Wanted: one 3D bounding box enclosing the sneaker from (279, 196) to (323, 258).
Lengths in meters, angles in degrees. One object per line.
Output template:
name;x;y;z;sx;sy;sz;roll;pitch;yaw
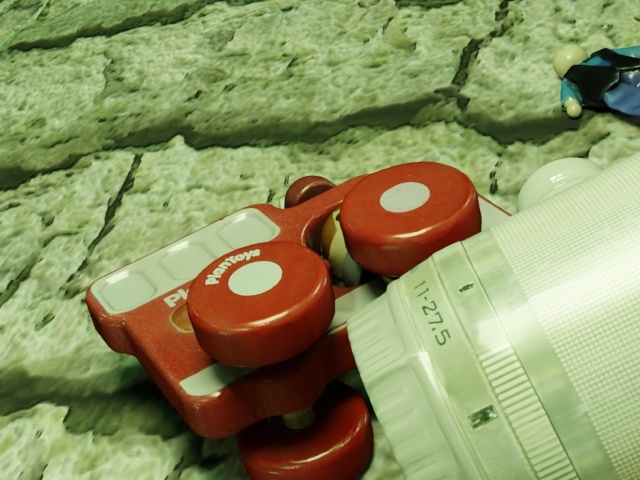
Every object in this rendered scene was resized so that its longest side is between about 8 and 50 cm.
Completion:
sneaker;0.000;0.000;1.144;0.061;0.053;0.152;-11;33;-1

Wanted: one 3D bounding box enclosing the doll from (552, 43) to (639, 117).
doll;0.302;-0.162;1.282;0.129;0.046;0.189;-36;32;-15

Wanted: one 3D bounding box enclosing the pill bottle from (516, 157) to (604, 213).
pill bottle;0.216;0.016;0.991;0.112;0.112;0.186;-13;34;0

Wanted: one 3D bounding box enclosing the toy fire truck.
toy fire truck;-0.008;0.031;0.986;0.302;0.169;0.254;-29;37;-17

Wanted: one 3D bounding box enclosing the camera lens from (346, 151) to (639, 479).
camera lens;0.181;0.075;0.783;0.274;0.219;0.219;-27;33;6
